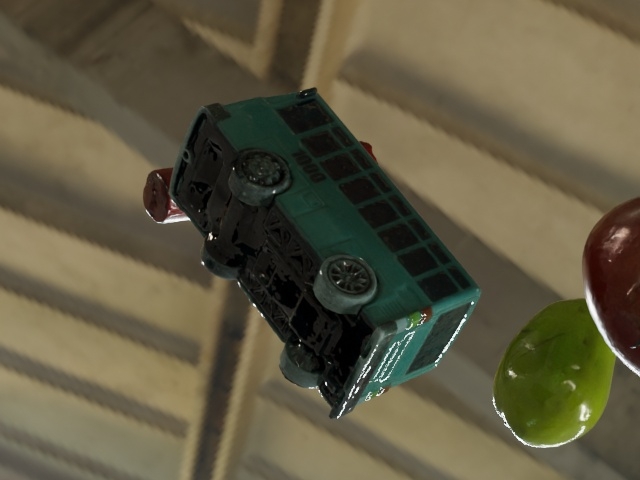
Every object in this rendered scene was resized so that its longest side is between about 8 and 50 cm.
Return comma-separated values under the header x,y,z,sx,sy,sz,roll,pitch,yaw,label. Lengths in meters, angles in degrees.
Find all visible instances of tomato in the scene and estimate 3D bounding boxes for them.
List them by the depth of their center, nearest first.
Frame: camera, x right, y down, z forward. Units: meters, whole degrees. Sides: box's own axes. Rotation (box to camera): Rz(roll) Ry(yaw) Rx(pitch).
x,y,z,sx,sy,sz,roll,pitch,yaw,label
0.274,0.034,1.249,0.167,0.167,0.167,31,-33,23,tomato

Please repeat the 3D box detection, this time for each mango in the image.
x,y,z,sx,sy,sz,roll,pitch,yaw,label
0.239,0.134,1.693,0.117,0.163,0.089,1,-36,33,mango

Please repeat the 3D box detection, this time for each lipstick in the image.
x,y,z,sx,sy,sz,roll,pitch,yaw,label
-0.068,-0.068,1.953,0.073,0.280,0.073,29,-57,58,lipstick

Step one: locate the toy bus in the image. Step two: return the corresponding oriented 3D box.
x,y,z,sx,sy,sz,roll,pitch,yaw,label
0.000,0.000,1.361,0.256,0.147,0.128,52,-39,24,toy bus
